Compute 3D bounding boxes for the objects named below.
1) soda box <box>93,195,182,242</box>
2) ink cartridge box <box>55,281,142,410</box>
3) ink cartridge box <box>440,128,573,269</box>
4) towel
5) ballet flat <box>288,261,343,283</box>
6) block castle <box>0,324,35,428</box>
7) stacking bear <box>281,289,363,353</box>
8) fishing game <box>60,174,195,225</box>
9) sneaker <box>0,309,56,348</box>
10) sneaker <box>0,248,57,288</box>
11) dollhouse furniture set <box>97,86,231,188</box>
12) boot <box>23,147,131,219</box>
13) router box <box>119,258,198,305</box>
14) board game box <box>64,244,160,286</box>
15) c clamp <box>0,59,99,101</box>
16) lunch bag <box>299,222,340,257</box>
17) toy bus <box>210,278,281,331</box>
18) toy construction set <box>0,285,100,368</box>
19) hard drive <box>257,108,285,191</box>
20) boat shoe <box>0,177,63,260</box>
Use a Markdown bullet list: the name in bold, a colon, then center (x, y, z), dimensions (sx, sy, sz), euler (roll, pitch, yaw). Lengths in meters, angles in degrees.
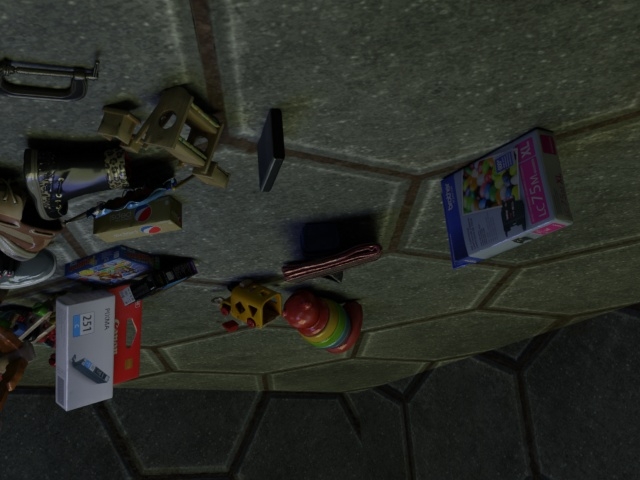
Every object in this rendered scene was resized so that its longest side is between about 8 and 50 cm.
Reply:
- **soda box**: center (-0.387, -0.044, 1.659), dimensions (0.181, 0.058, 0.061), euler (-10, 159, 13)
- **ink cartridge box**: center (-0.568, 0.273, 2.073), dimensions (0.066, 0.297, 0.261), euler (20, -159, 40)
- **ink cartridge box**: center (0.343, -0.072, 1.558), dimensions (0.065, 0.186, 0.311), euler (6, 158, -34)
- **towel**: center (0.035, 0.056, 1.919), dimensions (0.236, 0.037, 0.329), euler (-16, 175, 2)
- **ballet flat**: center (-0.017, 0.086, 2.109), dimensions (0.173, 0.049, 0.057), euler (3, 158, -21)
- **block castle**: center (-0.922, 0.264, 1.819), dimensions (0.212, 0.303, 0.453), euler (-22, 126, 24)
- **stacking bear**: center (-0.010, 0.235, 2.382), dimensions (0.175, 0.164, 0.289), euler (-15, 153, 26)
- **fishing game**: center (-0.362, -0.087, 1.488), dimensions (0.264, 0.041, 0.189), euler (-15, -166, 25)
- **sneaker**: center (-0.871, 0.255, 2.355), dimensions (0.125, 0.104, 0.262), euler (3, 163, 35)
- **sneaker**: center (-0.737, 0.033, 1.715), dimensions (0.295, 0.124, 0.178), euler (2, 169, -13)
- **dollhouse furniture set**: center (-0.250, -0.180, 1.322), dimensions (0.160, 0.101, 0.182), euler (14, 169, 25)
- **boot**: center (-0.439, -0.103, 1.453), dimensions (0.178, 0.085, 0.236), euler (-5, 162, -9)
- **router box**: center (-0.417, 0.108, 2.013), dimensions (0.133, 0.046, 0.179), euler (-22, 178, -43)
- **board game box**: center (-0.522, 0.068, 1.967), dimensions (0.201, 0.035, 0.136), euler (-16, 157, 30)
- **c clamp**: center (-0.411, -0.243, 1.170), dimensions (0.160, 0.022, 0.137), euler (-1, 165, -14)
- **lunch bag**: center (0.000, 0.000, 1.851), dimensions (0.098, 0.067, 0.065), euler (-5, 162, -9)
- **toy bus**: center (-0.204, 0.162, 2.193), dimensions (0.202, 0.191, 0.105), euler (-2, 117, -9)
- **toy construction set**: center (-0.723, 0.197, 2.124), dimensions (0.308, 0.237, 0.257), euler (32, 176, -31)
- **hard drive**: center (-0.087, -0.154, 1.368), dimensions (0.022, 0.094, 0.135), euler (0, 159, -14)
- **boat shoe**: center (-0.610, -0.074, 1.466), dimensions (0.116, 0.123, 0.324), euler (-28, 152, 8)
